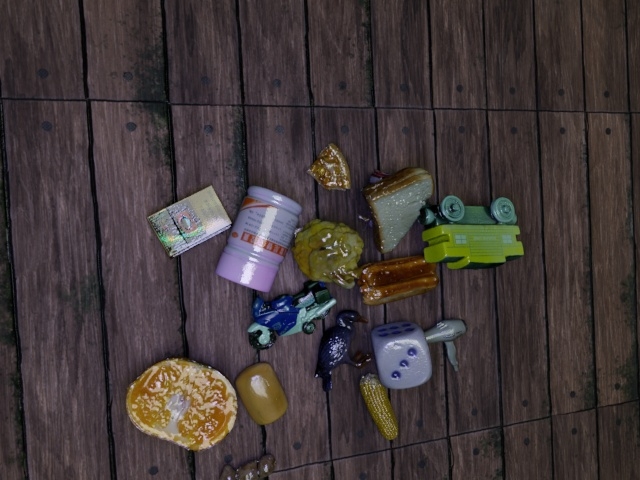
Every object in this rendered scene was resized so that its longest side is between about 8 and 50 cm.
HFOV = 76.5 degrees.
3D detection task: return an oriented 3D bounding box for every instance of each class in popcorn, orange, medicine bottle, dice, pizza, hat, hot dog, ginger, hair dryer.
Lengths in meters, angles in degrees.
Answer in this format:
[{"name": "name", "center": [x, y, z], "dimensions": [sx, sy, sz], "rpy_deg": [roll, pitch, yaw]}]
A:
[{"name": "popcorn", "center": [0.025, 0.047, 1.360], "dimensions": [0.266, 0.192, 0.233], "rpy_deg": [45, 105, 16]}, {"name": "orange", "center": [-0.423, 0.513, 1.295], "dimensions": [0.310, 0.274, 0.274], "rpy_deg": [14, 87, 21]}, {"name": "medicine bottle", "center": [-0.204, -0.003, 1.364], "dimensions": [0.202, 0.202, 0.316], "rpy_deg": [22, 86, -13]}, {"name": "dice", "center": [0.290, 0.413, 1.479], "dimensions": [0.193, 0.194, 0.192], "rpy_deg": [-10, 94, 4]}, {"name": "pizza", "center": [0.027, -0.265, 1.492], "dimensions": [0.161, 0.062, 0.182], "rpy_deg": [-10, 95, -8]}, {"name": "hat", "center": [0.235, -0.156, 1.537], "dimensions": [0.140, 0.129, 0.227], "rpy_deg": [1, 110, -40]}, {"name": "hot dog", "center": [0.287, 0.143, 1.525], "dimensions": [0.348, 0.117, 0.158], "rpy_deg": [-10, 84, -24]}, {"name": "ginger", "center": [-0.253, 0.819, 1.424], "dimensions": [0.204, 0.080, 0.104], "rpy_deg": [-14, 88, -11]}, {"name": "hair dryer", "center": [0.464, 0.416, 1.614], "dimensions": [0.218, 0.088, 0.225], "rpy_deg": [3, 105, -7]}]

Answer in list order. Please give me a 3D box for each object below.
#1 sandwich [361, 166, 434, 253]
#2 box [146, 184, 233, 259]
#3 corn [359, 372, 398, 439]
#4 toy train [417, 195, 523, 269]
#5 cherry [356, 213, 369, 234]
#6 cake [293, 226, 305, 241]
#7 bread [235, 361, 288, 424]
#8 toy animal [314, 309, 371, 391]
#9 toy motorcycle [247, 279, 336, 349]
[{"name": "sandwich", "center": [0.291, -0.111, 1.464], "dimensions": [0.254, 0.100, 0.288], "rpy_deg": [-24, 130, -9]}, {"name": "box", "center": [-0.436, -0.064, 1.373], "dimensions": [0.240, 0.071, 0.159], "rpy_deg": [-30, 100, -12]}, {"name": "corn", "center": [0.223, 0.627, 1.535], "dimensions": [0.091, 0.091, 0.260], "rpy_deg": [-29, 100, -53]}, {"name": "toy train", "center": [0.569, -0.024, 1.538], "dimensions": [0.442, 0.179, 0.272], "rpy_deg": [0, 78, -21]}, {"name": "cherry", "center": [0.099, -0.002, 1.476], "dimensions": [0.107, 0.090, 0.226], "rpy_deg": [32, 112, 28]}, {"name": "cake", "center": [-0.065, 0.011, 1.476], "dimensions": [0.065, 0.052, 0.121], "rpy_deg": [-16, 96, -17]}, {"name": "bread", "center": [-0.204, 0.543, 1.426], "dimensions": [0.147, 0.098, 0.217], "rpy_deg": [-29, 96, -8]}, {"name": "toy animal", "center": [0.076, 0.401, 1.482], "dimensions": [0.185, 0.122, 0.298], "rpy_deg": [45, 73, -15]}, {"name": "toy motorcycle", "center": [-0.112, 0.243, 1.413], "dimensions": [0.331, 0.125, 0.196], "rpy_deg": [-26, 112, -16]}]
